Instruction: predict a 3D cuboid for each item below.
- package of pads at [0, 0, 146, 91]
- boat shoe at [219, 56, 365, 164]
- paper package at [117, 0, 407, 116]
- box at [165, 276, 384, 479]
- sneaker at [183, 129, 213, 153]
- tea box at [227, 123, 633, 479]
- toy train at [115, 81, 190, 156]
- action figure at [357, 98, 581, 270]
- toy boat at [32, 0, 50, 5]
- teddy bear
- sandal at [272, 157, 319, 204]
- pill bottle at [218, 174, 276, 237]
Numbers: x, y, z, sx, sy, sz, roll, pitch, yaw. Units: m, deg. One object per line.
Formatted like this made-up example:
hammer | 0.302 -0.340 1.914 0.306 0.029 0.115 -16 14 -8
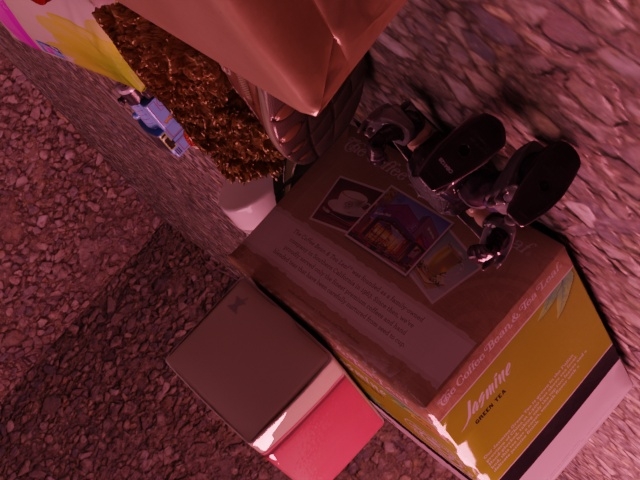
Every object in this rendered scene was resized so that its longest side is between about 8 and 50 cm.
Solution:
package of pads | -0.330 -0.318 1.540 0.229 0.101 0.296 23 167 12
boat shoe | -0.048 -0.194 1.070 0.116 0.123 0.324 40 163 32
paper package | -0.112 -0.273 0.753 0.325 0.168 0.309 34 169 35
box | -0.045 0.168 1.315 0.148 0.127 0.232 39 172 30
sneaker | -0.118 -0.149 1.786 0.175 0.067 0.064 28 153 -6
tea box | 0.128 0.092 1.330 0.329 0.220 0.323 34 168 41
toy train | -0.240 -0.214 1.799 0.080 0.105 0.184 34 169 38
action figure | 0.120 -0.057 1.056 0.185 0.099 0.285 37 175 -5
toy boat | -0.230 -0.334 1.131 0.267 0.148 0.318 38 164 -9
teddy bear | -0.121 -0.173 1.276 0.245 0.113 0.338 50 178 35
sandal | 0.005 -0.026 1.480 0.120 0.086 0.302 45 146 52
pill bottle | 0.000 0.000 1.633 0.283 0.160 0.160 46 170 -29
